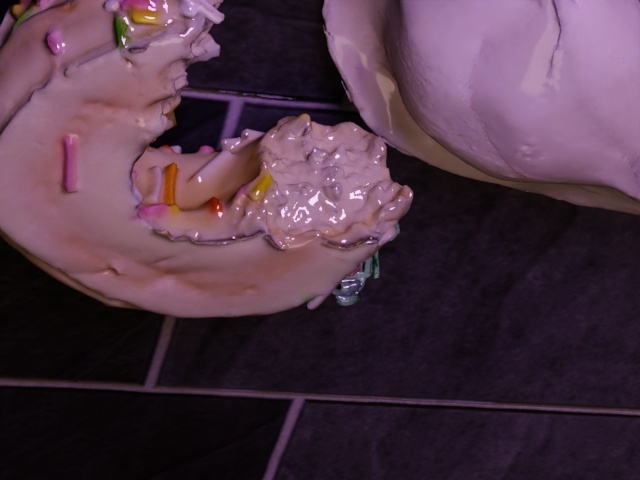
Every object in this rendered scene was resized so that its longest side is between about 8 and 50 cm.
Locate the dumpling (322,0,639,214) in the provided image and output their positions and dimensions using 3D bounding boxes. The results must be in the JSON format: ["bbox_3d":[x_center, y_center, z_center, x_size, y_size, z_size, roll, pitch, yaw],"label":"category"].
[{"bbox_3d":[0.140,-0.139,1.581,0.260,0.181,0.341,-1,163,31],"label":"dumpling"}]

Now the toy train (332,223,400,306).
[{"bbox_3d":[0.000,0.000,1.782,0.149,0.081,0.099,-1,141,-1],"label":"toy train"}]

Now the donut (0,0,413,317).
[{"bbox_3d":[-0.126,-0.075,1.595,0.307,0.150,0.371,-24,135,23],"label":"donut"}]
